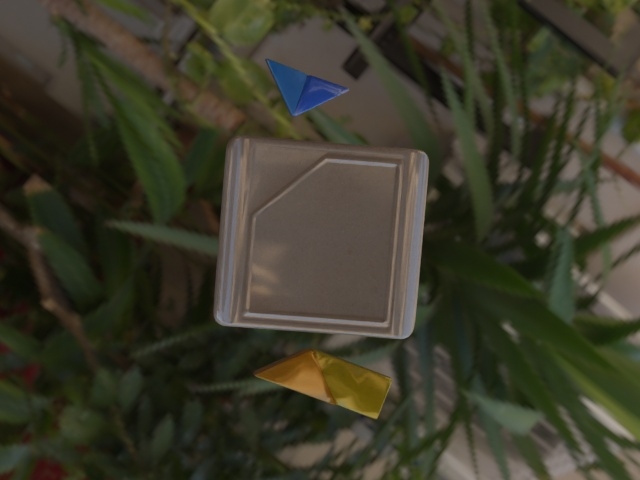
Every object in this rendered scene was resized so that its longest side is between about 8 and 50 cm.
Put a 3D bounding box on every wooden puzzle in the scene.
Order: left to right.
[{"bbox_3d":[0.000,0.000,0.500,0.014,0.078,0.116,-145,-114,-81],"label":"wooden puzzle"}]
